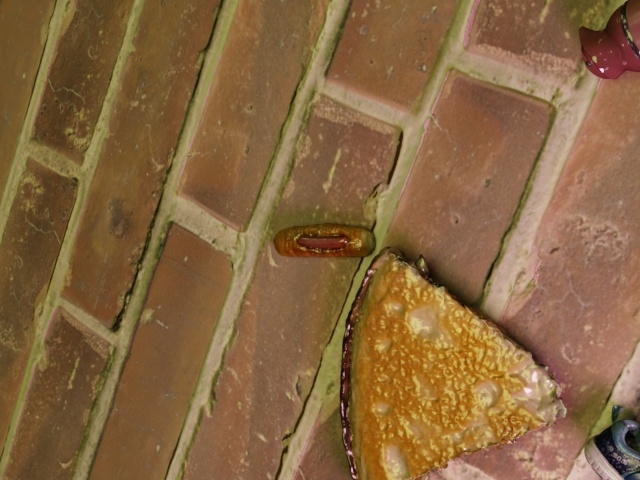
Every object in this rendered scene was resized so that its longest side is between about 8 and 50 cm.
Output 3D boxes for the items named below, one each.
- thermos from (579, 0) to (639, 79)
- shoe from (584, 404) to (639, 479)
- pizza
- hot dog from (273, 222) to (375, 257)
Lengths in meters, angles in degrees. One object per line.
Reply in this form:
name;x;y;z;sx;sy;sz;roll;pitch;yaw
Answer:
thermos;0.520;-0.311;1.220;0.330;0.136;0.110;-25;38;46
shoe;0.488;0.336;1.270;0.207;0.091;0.106;43;118;29
pizza;0.161;0.203;1.499;0.435;0.080;0.392;-33;73;28
hot dog;0.000;0.000;1.620;0.215;0.047;0.066;2;89;34
